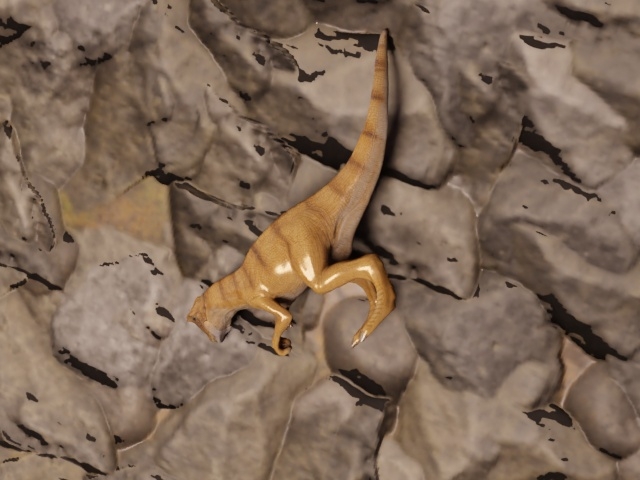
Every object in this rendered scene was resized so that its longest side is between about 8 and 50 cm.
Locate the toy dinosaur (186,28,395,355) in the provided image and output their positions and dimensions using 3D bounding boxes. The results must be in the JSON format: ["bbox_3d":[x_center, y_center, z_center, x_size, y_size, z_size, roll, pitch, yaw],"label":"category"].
[{"bbox_3d":[0.000,0.000,0.529,0.112,0.064,0.211,45,109,6],"label":"toy dinosaur"}]
